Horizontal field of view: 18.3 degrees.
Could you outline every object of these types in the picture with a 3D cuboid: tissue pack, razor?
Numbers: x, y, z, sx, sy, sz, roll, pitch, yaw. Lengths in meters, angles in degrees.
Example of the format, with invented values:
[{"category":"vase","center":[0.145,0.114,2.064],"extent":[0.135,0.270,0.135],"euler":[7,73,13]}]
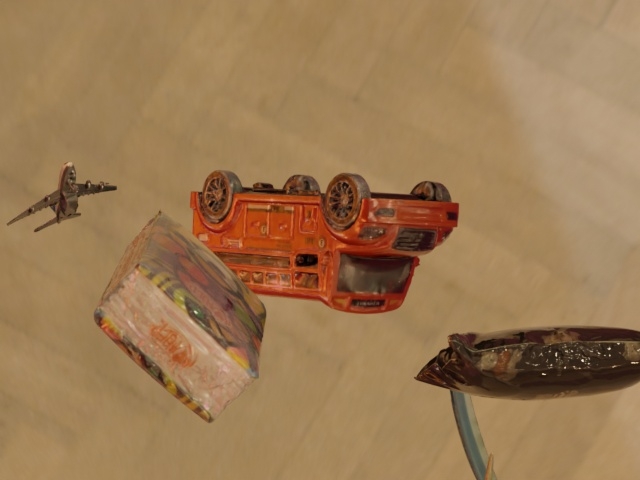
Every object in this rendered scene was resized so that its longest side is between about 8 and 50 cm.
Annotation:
[{"category":"tissue pack","center":[-0.090,0.048,1.313],"extent":[0.108,0.148,0.060],"euler":[42,100,-8]},{"category":"razor","center":[0.133,0.162,1.619],"extent":[0.037,0.068,0.191],"euler":[-25,118,-2]}]

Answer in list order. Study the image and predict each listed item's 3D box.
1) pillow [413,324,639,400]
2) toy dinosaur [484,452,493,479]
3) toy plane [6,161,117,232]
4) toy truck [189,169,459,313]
[{"category":"pillow","center":[0.140,0.077,1.236],"extent":[0.150,0.090,0.048],"euler":[0,91,-14]},{"category":"toy dinosaur","center":[0.058,0.208,1.156],"extent":[0.058,0.037,0.180],"euler":[40,82,-7]},{"category":"toy plane","center":[-0.166,-0.028,1.282],"extent":[0.077,0.084,0.024],"euler":[-20,78,-22]},{"category":"toy truck","center":[0.000,0.000,1.673],"extent":[0.107,0.252,0.114],"euler":[3,91,-40]}]
